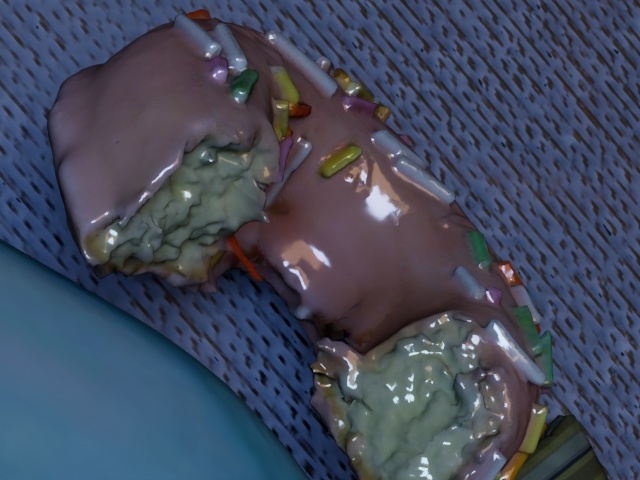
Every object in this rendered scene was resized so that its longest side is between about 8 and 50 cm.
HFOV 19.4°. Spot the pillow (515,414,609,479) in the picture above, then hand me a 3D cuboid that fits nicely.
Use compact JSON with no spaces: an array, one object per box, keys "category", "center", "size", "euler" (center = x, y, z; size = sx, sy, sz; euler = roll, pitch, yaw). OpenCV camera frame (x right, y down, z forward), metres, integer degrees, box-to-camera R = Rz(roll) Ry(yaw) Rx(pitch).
[{"category":"pillow","center":[0.125,0.188,0.816],"size":[0.113,0.038,0.203],"euler":[-33,91,-28]}]

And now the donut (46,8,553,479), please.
[{"category":"donut","center":[0.000,0.000,0.735],"size":[0.233,0.085,0.199],"euler":[42,20,-17]}]

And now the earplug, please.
[{"category":"earplug","center":[-0.128,0.072,0.672],"size":[0.324,0.185,0.185],"euler":[29,66,-22]}]
